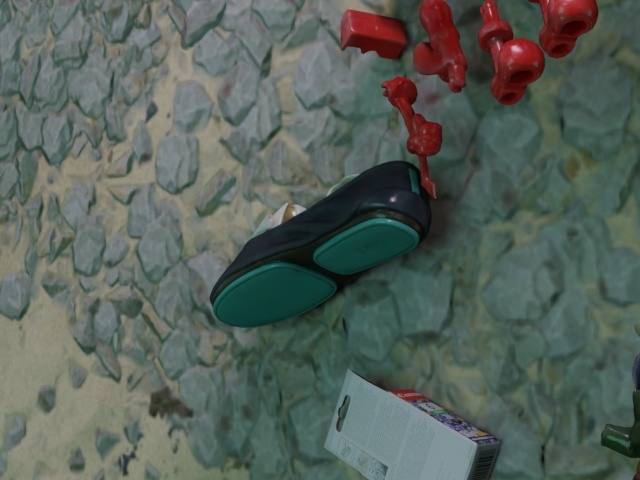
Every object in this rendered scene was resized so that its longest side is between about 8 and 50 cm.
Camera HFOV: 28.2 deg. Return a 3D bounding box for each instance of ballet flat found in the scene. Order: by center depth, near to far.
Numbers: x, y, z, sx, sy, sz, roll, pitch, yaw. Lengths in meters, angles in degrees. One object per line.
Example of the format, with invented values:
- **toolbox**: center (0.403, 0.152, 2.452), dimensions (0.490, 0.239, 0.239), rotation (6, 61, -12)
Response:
- **ballet flat**: center (0.000, 0.000, 0.865), dimensions (0.203, 0.074, 0.074), rotation (-29, 69, 44)

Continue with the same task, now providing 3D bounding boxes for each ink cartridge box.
- **ink cartridge box**: center (0.057, 0.133, 0.826), dimensions (0.115, 0.029, 0.063), rotation (28, 107, 40)

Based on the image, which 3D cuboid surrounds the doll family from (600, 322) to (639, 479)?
- **doll family**: center (0.238, 0.096, 0.634), dimensions (0.193, 0.076, 0.111), rotation (-14, 59, 45)

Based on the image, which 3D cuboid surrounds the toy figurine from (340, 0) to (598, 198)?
- **toy figurine**: center (0.026, -0.192, 0.662), dimensions (0.362, 0.217, 0.191), rotation (129, 141, -53)
